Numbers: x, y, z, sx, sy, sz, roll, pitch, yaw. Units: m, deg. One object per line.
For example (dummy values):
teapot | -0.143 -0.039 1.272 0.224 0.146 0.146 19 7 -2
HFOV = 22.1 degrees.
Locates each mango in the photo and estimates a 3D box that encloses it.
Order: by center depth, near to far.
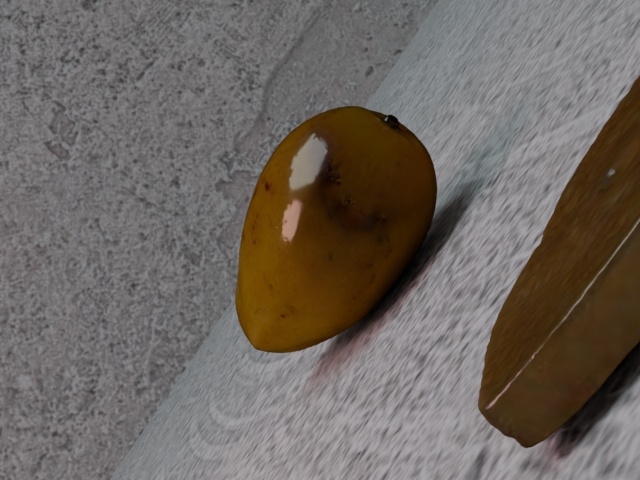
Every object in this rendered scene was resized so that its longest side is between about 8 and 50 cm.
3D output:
mango | 0.000 0.000 1.074 0.145 0.112 0.219 -61 4 -39

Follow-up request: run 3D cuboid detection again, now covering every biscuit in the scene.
biscuit | 0.116 -0.020 0.568 0.221 0.029 0.142 -57 4 -38
